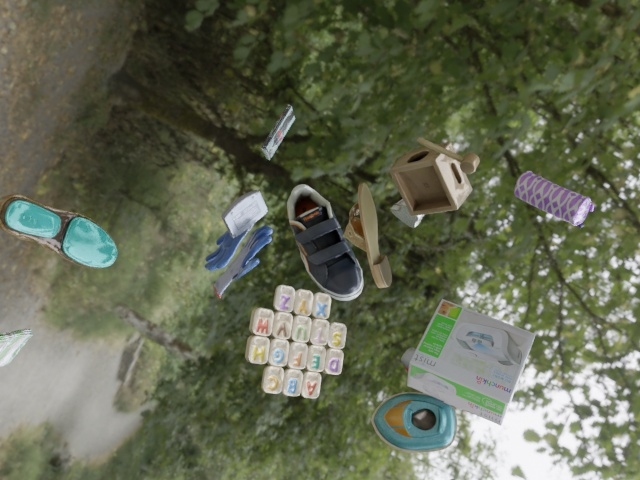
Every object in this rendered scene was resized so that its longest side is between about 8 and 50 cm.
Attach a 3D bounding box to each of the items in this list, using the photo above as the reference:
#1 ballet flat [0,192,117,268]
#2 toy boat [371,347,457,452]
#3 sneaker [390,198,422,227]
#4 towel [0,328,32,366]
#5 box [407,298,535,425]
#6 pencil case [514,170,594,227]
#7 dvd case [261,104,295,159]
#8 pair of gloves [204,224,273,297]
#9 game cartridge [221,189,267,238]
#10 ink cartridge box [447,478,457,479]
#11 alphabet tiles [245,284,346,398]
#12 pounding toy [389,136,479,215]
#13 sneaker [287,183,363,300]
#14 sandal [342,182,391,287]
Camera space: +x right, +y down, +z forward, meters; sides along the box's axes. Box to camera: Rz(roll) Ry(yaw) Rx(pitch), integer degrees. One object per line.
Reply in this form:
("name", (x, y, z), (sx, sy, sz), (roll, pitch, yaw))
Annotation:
("ballet flat", (-0.629, -0.025, 1.559), (0.342, 0.124, 0.116), (30, 77, -57))
("toy boat", (0.292, 0.507, 2.118), (0.148, 0.268, 0.318), (70, 18, -59))
("sneaker", (0.324, -0.132, 2.174), (0.161, 0.102, 0.282), (-50, -177, -7))
("towel", (-0.738, 0.258, 1.547), (0.113, 0.023, 0.152), (-53, 176, 1))
("box", (0.389, 0.314, 1.742), (0.231, 0.262, 0.126), (-53, 154, -36))
("pencil case", (0.621, -0.116, 1.783), (0.088, 0.206, 0.086), (-30, 137, -31))
("dvd case", (-0.097, -0.249, 1.545), (0.119, 0.013, 0.087), (-58, 173, -6))
("pair of gloves", (-0.152, 0.015, 1.215), (0.159, 0.023, 0.198), (-49, -154, 10))
("game cartridge", (-0.132, -0.049, 1.159), (0.083, 0.017, 0.056), (-40, 134, -24))
("ink cartridge box", (0.253, 0.653, 1.124), (0.308, 0.091, 0.384), (41, -48, 45))
("alphabet tiles", (-0.057, 0.264, 1.740), (0.021, 0.284, 0.277), (-9, -110, 58))
("pounding toy", (0.262, -0.163, 1.447), (0.206, 0.181, 0.094), (-7, -150, 44))
("sneaker", (0.000, 0.000, 1.670), (0.126, 0.321, 0.127), (-27, 153, -11))
("sandal", (0.088, -0.004, 1.493), (0.079, 0.240, 0.088), (-11, -169, 26))
